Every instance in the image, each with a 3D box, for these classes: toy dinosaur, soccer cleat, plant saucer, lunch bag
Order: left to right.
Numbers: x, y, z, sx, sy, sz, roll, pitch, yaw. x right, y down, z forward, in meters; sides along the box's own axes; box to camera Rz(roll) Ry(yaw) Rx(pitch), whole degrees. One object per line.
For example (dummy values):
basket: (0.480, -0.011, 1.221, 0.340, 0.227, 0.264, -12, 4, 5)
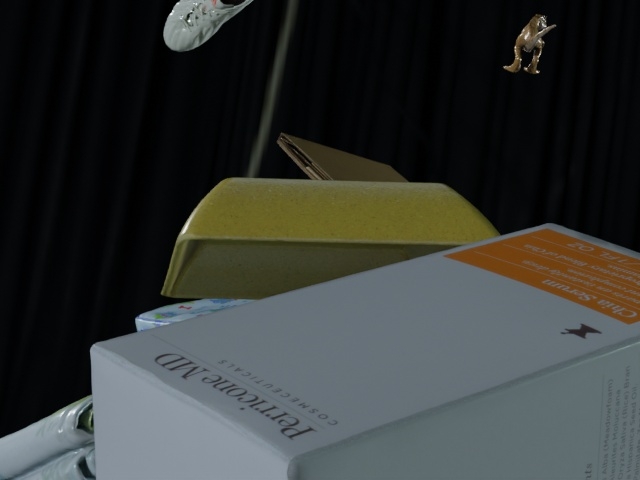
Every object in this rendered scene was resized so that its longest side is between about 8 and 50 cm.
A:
lunch bag: (-0.158, 0.137, 2.063, 0.176, 0.090, 0.219, -11, 8, -42)
soccer cleat: (-0.148, -0.329, 1.955, 0.196, 0.068, 0.076, -34, 14, 20)
plant saucer: (0.000, 0.000, 1.540, 0.333, 0.080, 0.333, 1, -13, -9)
toy dinosaur: (0.354, -0.337, 2.381, 0.064, 0.112, 0.211, 12, 21, 3)

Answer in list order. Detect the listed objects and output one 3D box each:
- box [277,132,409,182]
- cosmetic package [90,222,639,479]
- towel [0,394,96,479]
box: (0.057, -0.083, 1.914, 0.201, 0.021, 0.164, 14, 20, -37)
cosmetic package: (0.089, 0.125, 1.006, 0.453, 0.161, 0.230, -14, 23, -37)
towel: (-0.209, 0.202, 1.392, 0.321, 0.090, 0.374, -12, -12, -45)
